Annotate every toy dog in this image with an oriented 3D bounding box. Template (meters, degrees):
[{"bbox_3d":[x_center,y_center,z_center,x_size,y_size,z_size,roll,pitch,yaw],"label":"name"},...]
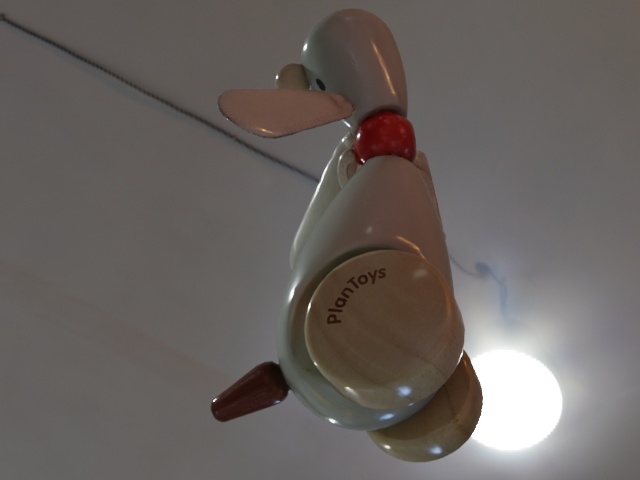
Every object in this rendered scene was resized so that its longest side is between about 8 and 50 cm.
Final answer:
[{"bbox_3d":[0.000,0.000,0.581,0.161,0.334,0.220,-14,-55,8],"label":"toy dog"}]
